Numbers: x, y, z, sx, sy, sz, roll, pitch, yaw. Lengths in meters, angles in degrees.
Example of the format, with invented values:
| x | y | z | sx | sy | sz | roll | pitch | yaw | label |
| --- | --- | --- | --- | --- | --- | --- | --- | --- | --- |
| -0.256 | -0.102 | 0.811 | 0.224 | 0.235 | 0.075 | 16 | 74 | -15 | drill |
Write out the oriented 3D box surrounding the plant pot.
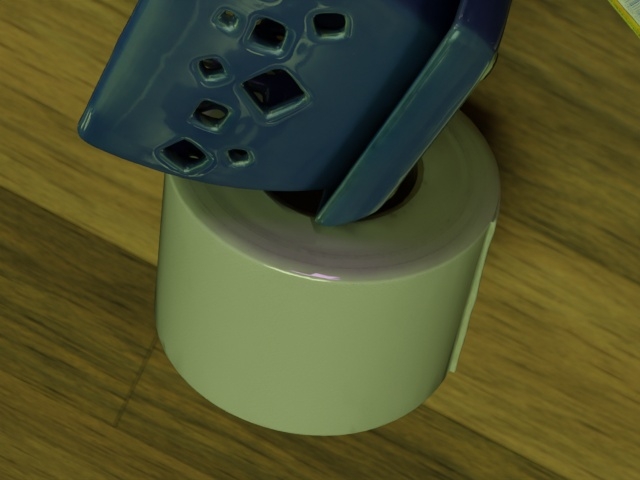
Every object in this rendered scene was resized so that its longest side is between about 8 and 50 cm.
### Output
| x | y | z | sx | sy | sz | roll | pitch | yaw | label |
| --- | --- | --- | --- | --- | --- | --- | --- | --- | --- |
| 0.000 | -0.163 | 1.019 | 0.212 | 0.236 | 0.236 | 27 | 134 | -10 | plant pot |

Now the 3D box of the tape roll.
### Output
| x | y | z | sx | sy | sz | roll | pitch | yaw | label |
| --- | --- | --- | --- | --- | --- | --- | --- | --- | --- |
| 0.000 | 0.000 | 1.148 | 0.246 | 0.246 | 0.169 | 17 | 134 | 8 | tape roll |

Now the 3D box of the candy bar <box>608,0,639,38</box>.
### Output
| x | y | z | sx | sy | sz | roll | pitch | yaw | label |
| --- | --- | --- | --- | --- | --- | --- | --- | --- | --- |
| 0.248 | -0.141 | 1.075 | 0.040 | 0.018 | 0.161 | -32 | 112 | 36 | candy bar |
